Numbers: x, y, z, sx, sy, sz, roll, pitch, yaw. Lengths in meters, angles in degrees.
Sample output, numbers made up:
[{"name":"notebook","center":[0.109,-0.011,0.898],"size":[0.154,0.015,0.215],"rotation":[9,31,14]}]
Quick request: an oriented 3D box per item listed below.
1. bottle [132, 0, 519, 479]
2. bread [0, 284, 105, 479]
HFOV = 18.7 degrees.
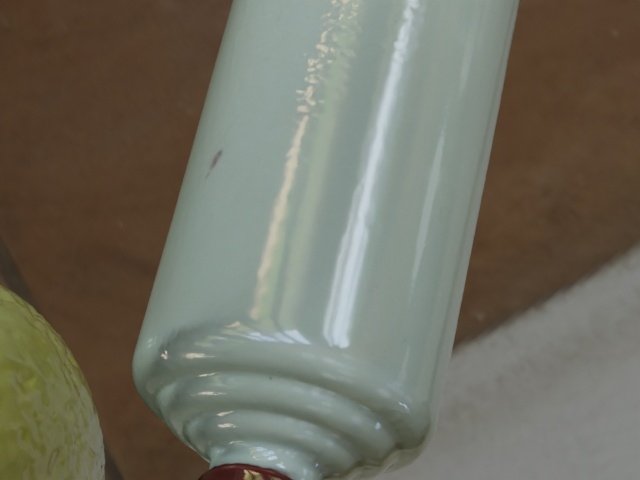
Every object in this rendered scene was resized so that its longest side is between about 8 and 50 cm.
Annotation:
[{"name":"bottle","center":[0.000,0.000,0.666],"size":[0.104,0.104,0.245],"rotation":[39,54,-41]},{"name":"bread","center":[-0.263,0.124,0.939],"size":[0.320,0.320,0.237],"rotation":[3,84,-30]}]
